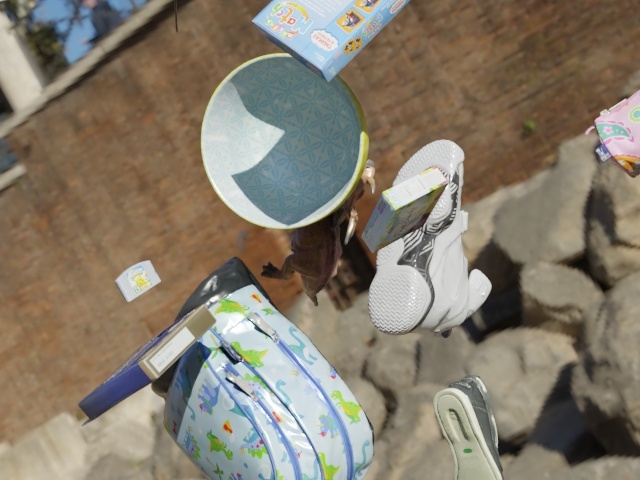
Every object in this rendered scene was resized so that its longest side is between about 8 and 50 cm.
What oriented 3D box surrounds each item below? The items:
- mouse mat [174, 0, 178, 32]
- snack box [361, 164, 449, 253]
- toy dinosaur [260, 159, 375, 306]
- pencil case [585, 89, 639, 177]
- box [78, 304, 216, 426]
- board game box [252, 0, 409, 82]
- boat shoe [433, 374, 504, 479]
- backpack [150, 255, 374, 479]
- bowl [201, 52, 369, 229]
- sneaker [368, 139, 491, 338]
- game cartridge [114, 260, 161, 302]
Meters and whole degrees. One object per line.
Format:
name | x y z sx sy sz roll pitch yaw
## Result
mouse mat | -0.223 -0.430 1.801 0.007 0.190 0.152 -2 -22 -6
snack box | 0.123 -0.045 1.756 0.100 0.037 0.141 -26 -19 -23
toy dinosaur | 0.000 0.000 2.137 0.200 0.296 0.127 14 21 39
pencil case | 0.567 -0.224 1.910 0.284 0.124 0.124 -40 -2 21
box | -0.248 0.174 1.635 0.225 0.036 0.136 -36 7 44
board game box | 0.028 -0.344 1.711 0.211 0.160 0.039 -45 -34 -8
boat shoe | 0.233 0.309 1.723 0.084 0.233 0.079 -7 13 39
backpack | -0.087 0.253 1.759 0.273 0.355 0.290 -42 -16 -48
bowl | -0.039 -0.165 2.005 0.289 0.289 0.156 -28 -7 21
sneaker | 0.219 0.009 2.197 0.137 0.366 0.210 13 -4 43
game cartridge | -0.351 0.075 2.287 0.083 0.056 0.017 -35 9 -33
